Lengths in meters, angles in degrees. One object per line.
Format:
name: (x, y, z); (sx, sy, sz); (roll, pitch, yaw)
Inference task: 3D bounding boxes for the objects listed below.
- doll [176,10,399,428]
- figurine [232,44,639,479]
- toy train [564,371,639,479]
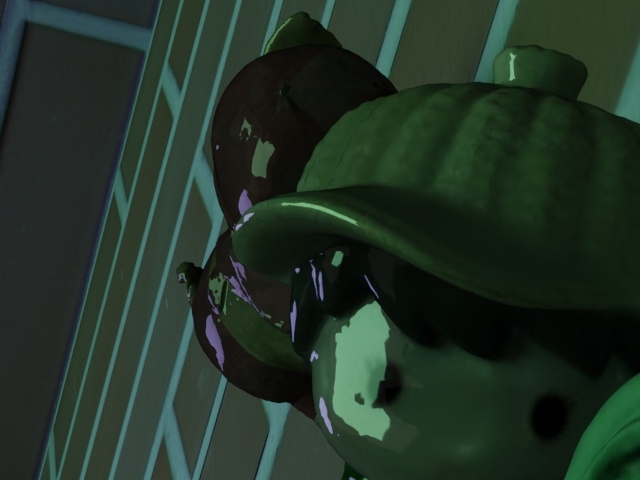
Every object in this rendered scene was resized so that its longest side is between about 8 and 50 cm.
doll: (0.003, -0.001, 0.997); (0.196, 0.152, 0.256); (53, 155, 29)
figurine: (0.064, 0.092, 0.685); (0.204, 0.185, 0.332); (-55, -31, -63)
toy train: (0.190, 0.026, 0.258); (0.272, 0.179, 0.442); (-115, 39, -54)
